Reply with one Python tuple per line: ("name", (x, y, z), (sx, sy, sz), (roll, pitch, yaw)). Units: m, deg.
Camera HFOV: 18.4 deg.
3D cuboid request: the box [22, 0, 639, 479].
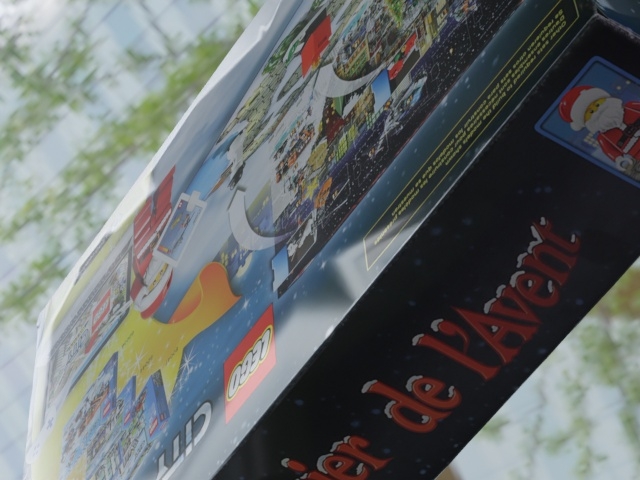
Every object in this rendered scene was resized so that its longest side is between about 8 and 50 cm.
("box", (0.000, 0.000, 0.477), (0.044, 0.233, 0.159), (26, -149, -22))
